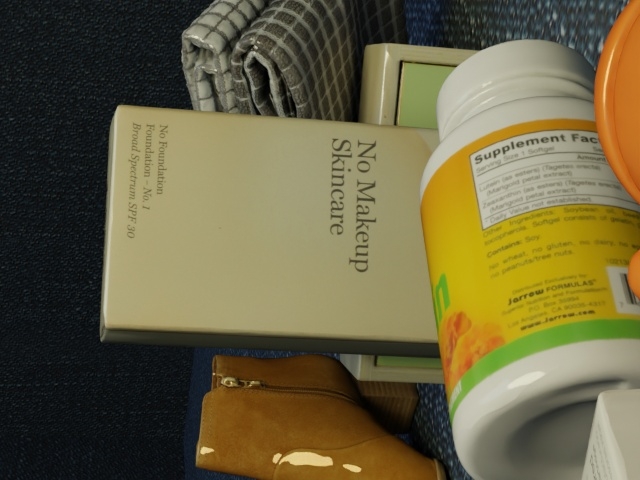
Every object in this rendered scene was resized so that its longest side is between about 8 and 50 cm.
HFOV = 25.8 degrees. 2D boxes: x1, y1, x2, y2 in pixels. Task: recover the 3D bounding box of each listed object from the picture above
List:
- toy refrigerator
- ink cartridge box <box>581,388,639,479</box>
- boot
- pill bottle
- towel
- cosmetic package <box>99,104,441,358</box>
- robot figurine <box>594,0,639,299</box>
[{"bbox_3d":[0.083,-0.022,1.144,0.094,0.102,0.269,-147,62,-79],"label":"toy refrigerator"},{"bbox_3d":[0.160,0.182,0.600,0.148,0.086,0.203,-96,5,-48],"label":"ink cartridge box"},{"bbox_3d":[-0.005,0.207,1.245,0.295,0.211,0.104,-102,18,-56],"label":"boot"},{"bbox_3d":[0.127,0.008,0.777,0.136,0.136,0.245,105,165,-49],"label":"pill bottle"},{"bbox_3d":[-0.005,-0.114,1.227,0.235,0.121,0.283,-59,-32,-44],"label":"towel"},{"bbox_3d":[0.000,0.000,1.010,0.113,0.309,0.160,136,136,-76],"label":"cosmetic package"},{"bbox_3d":[0.180,-0.052,0.526,0.219,0.128,0.158,-141,42,-78],"label":"robot figurine"}]
